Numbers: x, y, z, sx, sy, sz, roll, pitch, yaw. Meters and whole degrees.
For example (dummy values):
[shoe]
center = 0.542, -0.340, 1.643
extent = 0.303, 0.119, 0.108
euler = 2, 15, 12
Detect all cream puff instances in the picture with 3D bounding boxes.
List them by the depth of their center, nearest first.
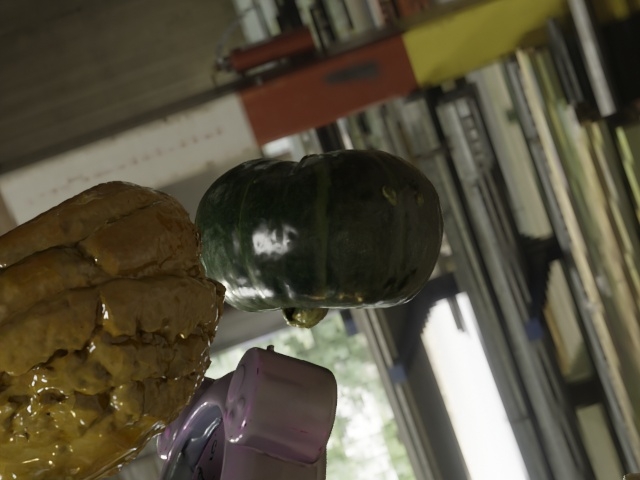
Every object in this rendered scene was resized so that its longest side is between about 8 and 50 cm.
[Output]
[cream puff]
center = -0.131, 0.058, 0.687
extent = 0.129, 0.189, 0.189
euler = 57, 179, 4

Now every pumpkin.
[pumpkin]
center = 0.000, 0.000, 1.604
extent = 0.300, 0.300, 0.207
euler = 67, -159, -83

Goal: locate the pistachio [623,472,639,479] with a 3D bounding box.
[pistachio]
center = 0.452, 0.395, 1.696
extent = 0.238, 0.229, 0.321
euler = 44, -168, 11

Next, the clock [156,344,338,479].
[clock]
center = -0.095, 0.280, 1.356
extent = 0.295, 0.113, 0.322
euler = -27, 48, 63
